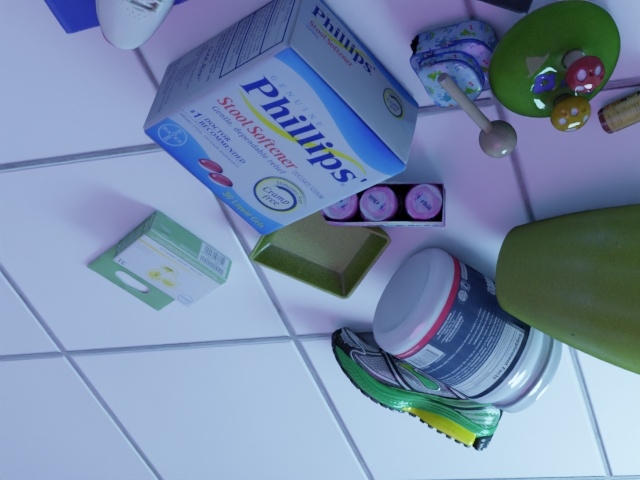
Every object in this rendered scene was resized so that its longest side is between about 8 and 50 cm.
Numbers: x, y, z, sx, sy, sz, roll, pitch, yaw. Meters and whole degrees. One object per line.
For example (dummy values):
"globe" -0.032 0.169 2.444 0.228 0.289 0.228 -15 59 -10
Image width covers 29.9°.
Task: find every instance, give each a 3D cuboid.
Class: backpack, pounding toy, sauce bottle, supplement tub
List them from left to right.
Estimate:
"backpack" 0.190 -0.239 1.639 0.114 0.084 0.105 -15 134 24
"supplement tub" 0.242 0.150 1.976 0.272 0.191 0.191 31 136 -19
"pounding toy" 0.300 -0.196 1.572 0.237 0.110 0.183 -32 137 12
"sauce bottle" 0.448 -0.188 1.657 0.128 0.042 0.042 -24 127 33

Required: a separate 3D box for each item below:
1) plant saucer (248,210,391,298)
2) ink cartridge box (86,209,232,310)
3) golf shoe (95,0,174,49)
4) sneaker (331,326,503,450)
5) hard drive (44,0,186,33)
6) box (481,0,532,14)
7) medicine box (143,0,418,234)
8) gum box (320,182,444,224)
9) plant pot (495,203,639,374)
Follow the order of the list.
"plant saucer" 0.000 0.000 1.985 0.188 0.045 0.188 23 138 -10
"ink cartridge box" -0.293 0.058 2.124 0.171 0.056 0.235 35 132 -24
"golf shoe" -0.212 -0.358 1.526 0.115 0.140 0.306 14 127 -22
"sneaker" 0.177 0.238 2.169 0.343 0.134 0.146 26 102 -4
"hard drive" -0.334 -0.430 1.599 0.210 0.040 0.319 -10 134 24
"box" 0.146 -0.433 1.326 0.295 0.073 0.293 14 110 -14
"medicine box" -0.054 -0.179 1.722 0.289 0.149 0.263 -24 127 36
"gum box" 0.096 -0.054 1.836 0.188 0.062 0.107 0 178 8
"plant pot" 0.425 0.063 1.807 0.293 0.275 0.275 7 141 31
